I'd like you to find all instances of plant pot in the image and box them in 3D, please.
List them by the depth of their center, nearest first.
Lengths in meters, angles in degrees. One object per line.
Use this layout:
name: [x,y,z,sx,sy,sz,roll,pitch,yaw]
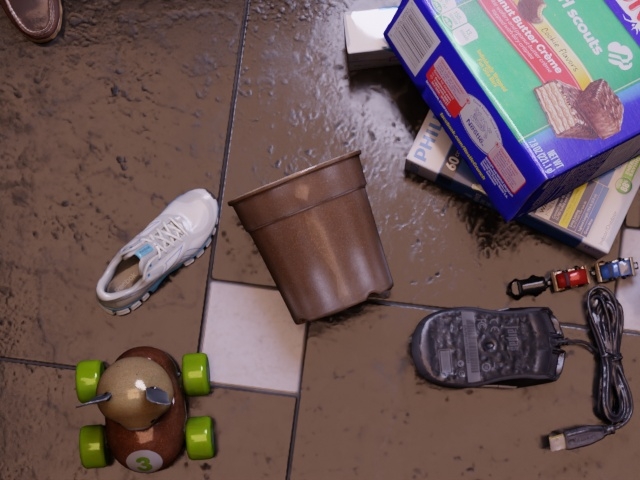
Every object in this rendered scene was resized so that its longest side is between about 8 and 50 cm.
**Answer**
plant pot: [0.000,0.000,1.874,0.167,0.167,0.165,-23,91,-1]

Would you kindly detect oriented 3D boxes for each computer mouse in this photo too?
computer mouse: [0.237,0.161,1.896,0.262,0.060,0.184,-8,79,-11]

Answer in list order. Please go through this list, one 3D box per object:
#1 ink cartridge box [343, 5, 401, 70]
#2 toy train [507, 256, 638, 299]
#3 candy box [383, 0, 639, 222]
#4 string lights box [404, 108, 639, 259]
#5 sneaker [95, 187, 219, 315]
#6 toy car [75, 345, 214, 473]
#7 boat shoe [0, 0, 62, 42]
ink cartridge box: [0.073,-0.239,1.911,0.088,0.122,0.052,-6,87,1]
toy train: [0.300,0.043,1.915,0.158,0.036,0.027,-11,84,0]
candy box: [0.276,-0.210,1.820,0.317,0.122,0.268,-27,78,-27]
string lights box: [0.244,-0.094,1.912,0.259,0.077,0.133,25,85,4]
sneaker: [-0.193,0.012,1.910,0.071,0.083,0.191,42,85,7]
toy car: [-0.208,0.191,1.836,0.155,0.188,0.149,-5,83,1]
boat shoe: [-0.371,-0.341,1.959,0.073,0.073,0.207,-22,85,-2]
